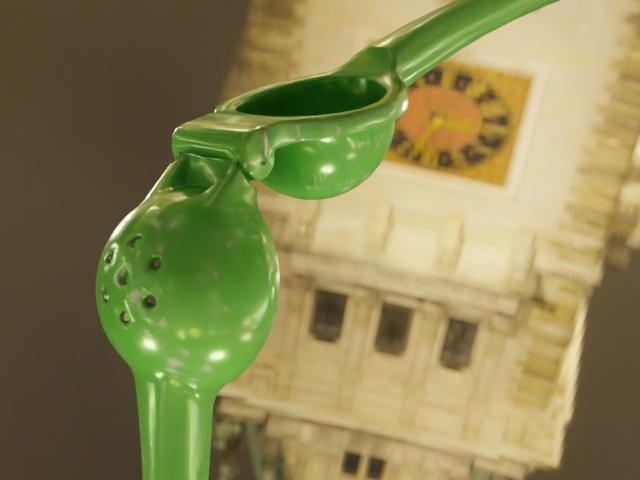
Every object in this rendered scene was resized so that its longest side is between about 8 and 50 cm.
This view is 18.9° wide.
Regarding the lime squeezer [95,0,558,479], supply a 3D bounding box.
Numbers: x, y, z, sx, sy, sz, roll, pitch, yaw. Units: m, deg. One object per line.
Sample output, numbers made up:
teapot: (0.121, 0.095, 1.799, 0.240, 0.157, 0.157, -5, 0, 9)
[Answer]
lime squeezer: (0.000, 0.000, 0.560, 0.110, 0.059, 0.310, 41, -117, -25)
